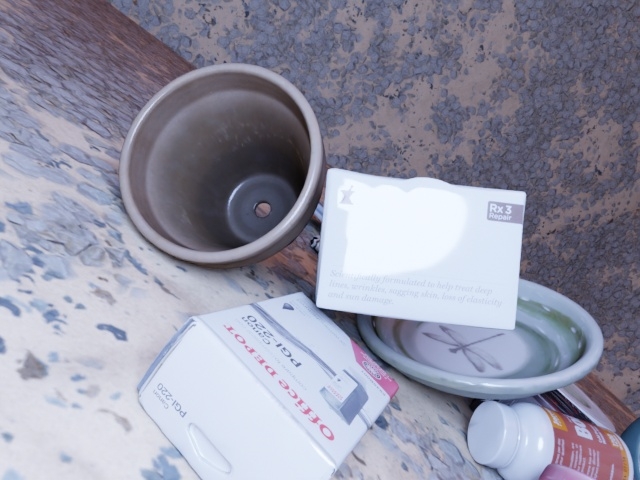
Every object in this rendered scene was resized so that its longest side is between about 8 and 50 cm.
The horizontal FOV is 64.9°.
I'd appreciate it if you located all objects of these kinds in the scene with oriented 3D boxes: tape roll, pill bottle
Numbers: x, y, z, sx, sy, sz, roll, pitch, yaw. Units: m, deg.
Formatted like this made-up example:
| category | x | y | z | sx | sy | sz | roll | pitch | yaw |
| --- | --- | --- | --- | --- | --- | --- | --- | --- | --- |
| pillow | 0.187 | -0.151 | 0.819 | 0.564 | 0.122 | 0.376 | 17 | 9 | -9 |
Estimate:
| category | x | y | z | sx | sy | sz | roll | pitch | yaw |
| --- | --- | --- | --- | --- | --- | --- | --- | --- | --- |
| tape roll | 0.570 | 0.388 | 1.245 | 0.286 | 0.100 | 0.286 | 37 | 14 | -10 |
| pill bottle | 0.339 | 0.316 | 0.757 | 0.216 | 0.121 | 0.121 | 21 | 17 | -12 |

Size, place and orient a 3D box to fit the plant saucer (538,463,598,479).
| category | x | y | z | sx | sy | sz | roll | pitch | yaw |
| --- | --- | --- | --- | --- | --- | --- | --- | --- | --- |
| plant saucer | 0.384 | 0.390 | 0.548 | 0.332 | 0.084 | 0.332 | 39 | -12 | 10 |

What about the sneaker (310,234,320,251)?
| category | x | y | z | sx | sy | sz | roll | pitch | yaw |
| --- | --- | --- | --- | --- | --- | --- | --- | --- | --- |
| sneaker | 0.000 | 0.000 | 1.141 | 0.044 | 0.040 | 0.109 | 28 | 10 | -7 |

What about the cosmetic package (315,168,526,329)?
| category | x | y | z | sx | sy | sz | roll | pitch | yaw |
| --- | --- | --- | --- | --- | --- | --- | --- | --- | --- |
| cosmetic package | 0.103 | 0.022 | 0.698 | 0.217 | 0.156 | 0.385 | 7 | -3 | 2 |

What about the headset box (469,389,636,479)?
| category | x | y | z | sx | sy | sz | roll | pitch | yaw |
| --- | --- | --- | --- | --- | --- | --- | --- | --- | --- |
| headset box | 0.440 | 0.363 | 0.945 | 0.293 | 0.110 | 0.218 | 44 | 13 | 22 |

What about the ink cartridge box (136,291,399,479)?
| category | x | y | z | sx | sy | sz | roll | pitch | yaw |
| --- | --- | --- | --- | --- | --- | --- | --- | --- | --- |
| ink cartridge box | -0.032 | 0.138 | 0.465 | 0.158 | 0.092 | 0.218 | 42 | 15 | 16 |

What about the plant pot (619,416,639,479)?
| category | x | y | z | sx | sy | sz | roll | pitch | yaw |
| --- | --- | --- | --- | --- | --- | --- | --- | --- | --- |
| plant pot | 0.733 | 0.495 | 1.042 | 0.290 | 0.290 | 0.195 | 42 | -23 | 13 |

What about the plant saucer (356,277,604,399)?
| category | x | y | z | sx | sy | sz | roll | pitch | yaw |
| --- | --- | --- | --- | --- | --- | --- | --- | --- | --- |
| plant saucer | 0.264 | 0.170 | 0.883 | 0.401 | 0.100 | 0.400 | -2 | 21 | 1 |

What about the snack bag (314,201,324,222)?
| category | x | y | z | sx | sy | sz | roll | pitch | yaw |
| --- | --- | --- | --- | --- | --- | --- | --- | --- | --- |
| snack bag | 0.097 | 0.017 | 1.303 | 0.323 | 0.037 | 0.342 | 46 | 6 | 33 |

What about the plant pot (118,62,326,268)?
| category | x | y | z | sx | sy | sz | roll | pitch | yaw |
| --- | --- | --- | --- | --- | --- | --- | --- | --- | --- |
| plant pot | -0.111 | -0.077 | 0.718 | 0.263 | 0.263 | 0.229 | 42 | -4 | 15 |
